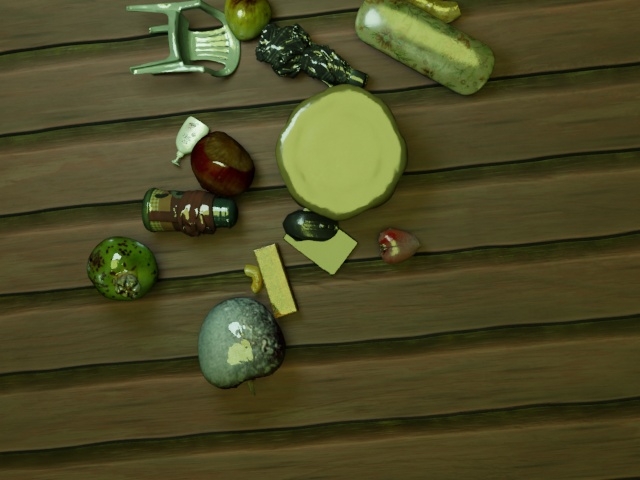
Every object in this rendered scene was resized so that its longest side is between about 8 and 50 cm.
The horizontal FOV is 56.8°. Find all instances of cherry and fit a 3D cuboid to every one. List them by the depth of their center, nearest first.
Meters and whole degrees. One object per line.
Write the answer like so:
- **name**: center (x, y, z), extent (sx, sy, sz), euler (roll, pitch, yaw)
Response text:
- **cherry**: center (-0.233, 0.310, 1.736), extent (0.255, 0.218, 0.296), euler (-19, 78, 7)
- **cherry**: center (0.225, 0.020, 1.764), extent (0.126, 0.087, 0.106), euler (14, 86, -16)

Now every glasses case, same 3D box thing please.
- **glasses case**: center (0.301, -0.571, 1.720), extent (0.425, 0.098, 0.156), euler (29, 109, 1)
- **glasses case**: center (-0.134, 0.120, 1.802), extent (0.075, 0.049, 0.218), euler (-18, 92, 6)

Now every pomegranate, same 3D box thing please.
- **pomegranate**: center (-0.575, 0.094, 1.732), extent (0.202, 0.248, 0.202), euler (-8, 111, -20)

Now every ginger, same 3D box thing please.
- **ginger**: center (0.277, -0.721, 1.734), extent (0.299, 0.065, 0.118), euler (28, 112, 3)

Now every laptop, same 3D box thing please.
- **laptop**: center (0.000, 0.000, 1.810), extent (0.197, 0.016, 0.135), euler (38, 94, 2)

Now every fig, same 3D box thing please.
- **fig**: center (-0.214, -0.664, 1.730), extent (0.136, 0.121, 0.153), euler (26, 79, -5)

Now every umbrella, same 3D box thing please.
- **umbrella**: center (-0.030, -0.513, 1.733), extent (0.337, 0.128, 0.154), euler (33, 92, -2)

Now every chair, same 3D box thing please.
- **chair**: center (-0.393, -0.577, 1.728), extent (0.275, 0.190, 0.203), euler (0, 94, 10)

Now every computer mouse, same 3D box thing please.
- **computer mouse**: center (-0.030, -0.044, 1.772), extent (0.172, 0.057, 0.098), euler (4, 86, 3)

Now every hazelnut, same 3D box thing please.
- **hazelnut**: center (-0.295, -0.230, 1.753), extent (0.170, 0.160, 0.201), euler (-27, 53, -9)

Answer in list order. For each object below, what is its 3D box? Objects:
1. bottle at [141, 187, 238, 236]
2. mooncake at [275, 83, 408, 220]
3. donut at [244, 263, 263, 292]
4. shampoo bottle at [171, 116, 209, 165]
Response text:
- **bottle**: center (-0.380, -0.085, 1.763), extent (0.271, 0.143, 0.156), euler (3, 54, 5)
- **mooncake**: center (0.060, -0.246, 1.710), extent (0.379, 0.201, 0.378), euler (0, 97, 1)
- **donut**: center (-0.207, 0.119, 1.812), extent (0.067, 0.038, 0.083), euler (14, 92, -1)
- **shampoo bottle**: center (-0.406, -0.297, 1.797), extent (0.077, 0.045, 0.152), euler (34, 95, 0)
